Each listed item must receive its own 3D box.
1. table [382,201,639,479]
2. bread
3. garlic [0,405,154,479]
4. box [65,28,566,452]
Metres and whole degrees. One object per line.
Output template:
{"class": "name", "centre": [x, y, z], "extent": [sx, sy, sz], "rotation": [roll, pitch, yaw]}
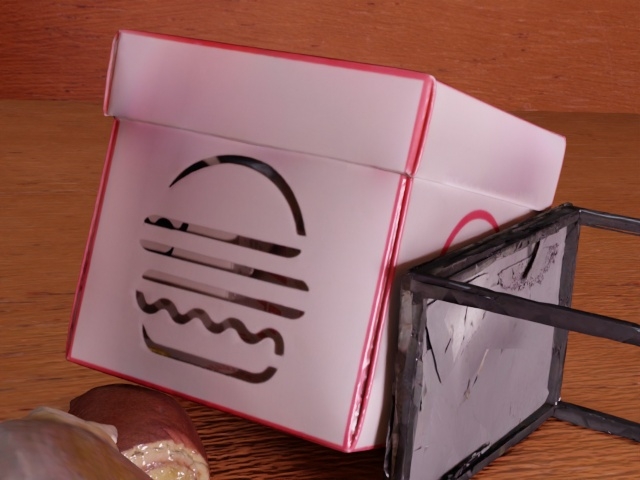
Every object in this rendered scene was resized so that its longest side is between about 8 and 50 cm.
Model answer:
{"class": "table", "centre": [0.253, 0.121, 1.002], "extent": [0.272, 0.222, 0.335], "rotation": [14, 18, 30]}
{"class": "bread", "centre": [-0.149, 0.168, 0.996], "extent": [0.119, 0.067, 0.192], "rotation": [2, 15, -11]}
{"class": "garlic", "centre": [-0.079, 0.170, 0.508], "extent": [0.148, 0.128, 0.266], "rotation": [-29, 61, -29]}
{"class": "box", "centre": [0.000, 0.000, 1.112], "extent": [0.314, 0.300, 0.312], "rotation": [13, 2, 30]}
